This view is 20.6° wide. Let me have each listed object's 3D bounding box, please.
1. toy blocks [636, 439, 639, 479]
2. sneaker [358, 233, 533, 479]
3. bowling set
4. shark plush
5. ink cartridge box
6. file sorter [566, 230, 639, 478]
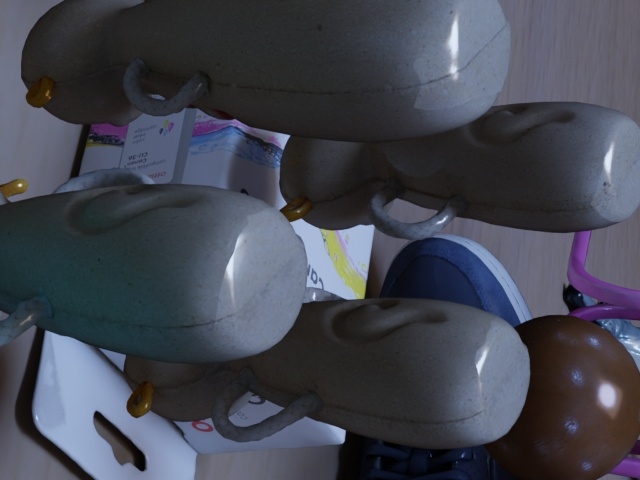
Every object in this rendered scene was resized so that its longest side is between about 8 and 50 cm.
[{"bbox_3d":[0.242,0.211,1.193,0.123,0.054,0.148,-68,142,-48],"label":"toy blocks"},{"bbox_3d":[0.041,0.102,0.754,0.163,0.086,0.226,15,71,-66],"label":"sneaker"},{"bbox_3d":[0.000,0.000,0.524,0.287,0.154,0.200,-48,130,-42],"label":"bowling set"},{"bbox_3d":[0.199,0.071,1.181,0.161,0.073,0.067,23,40,-39],"label":"shark plush"},{"bbox_3d":[-0.034,0.001,0.644,0.115,0.067,0.198,51,40,-48],"label":"ink cartridge box"},{"bbox_3d":[0.182,0.130,0.742,0.202,0.182,0.291,-52,147,-70],"label":"file sorter"}]
